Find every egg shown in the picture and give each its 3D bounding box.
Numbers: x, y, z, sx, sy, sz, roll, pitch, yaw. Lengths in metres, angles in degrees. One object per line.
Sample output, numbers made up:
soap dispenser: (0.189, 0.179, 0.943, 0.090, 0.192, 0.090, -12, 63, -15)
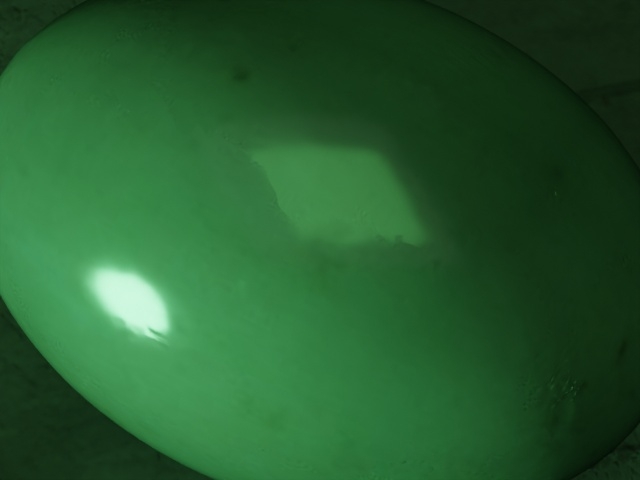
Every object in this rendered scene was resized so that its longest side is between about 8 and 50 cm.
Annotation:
egg: (0.000, 0.000, 1.040, 0.388, 0.276, 0.276, 21, 69, 10)
